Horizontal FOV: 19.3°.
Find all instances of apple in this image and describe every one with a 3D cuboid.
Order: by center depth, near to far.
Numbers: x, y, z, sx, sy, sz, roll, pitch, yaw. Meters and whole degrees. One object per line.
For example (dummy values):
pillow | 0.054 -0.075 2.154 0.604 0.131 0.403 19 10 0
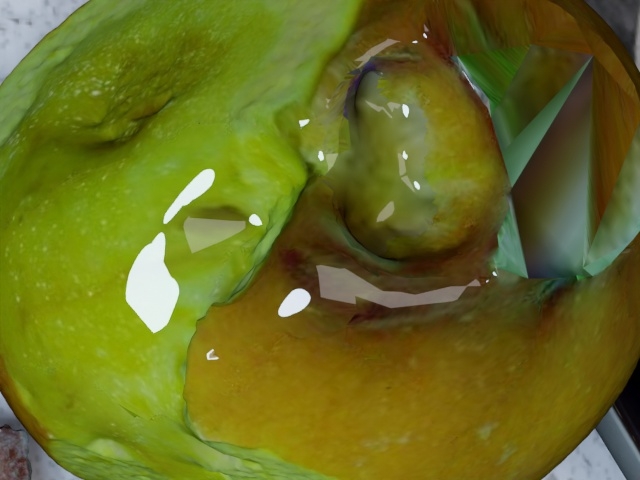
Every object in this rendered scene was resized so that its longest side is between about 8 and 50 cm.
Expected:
apple | 0.000 0.000 1.020 0.384 0.374 0.374 -8 87 -27

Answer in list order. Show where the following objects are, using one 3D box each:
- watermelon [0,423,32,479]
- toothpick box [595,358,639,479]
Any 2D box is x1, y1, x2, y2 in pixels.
watermelon | -0.270 0.168 0.998 0.256 0.140 0.193 -10 83 -36
toothpick box | 0.293 0.113 1.227 0.229 0.229 0.316 -35 99 -25
